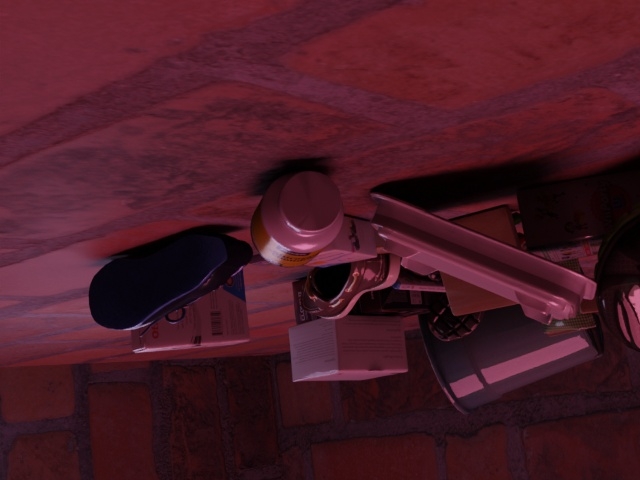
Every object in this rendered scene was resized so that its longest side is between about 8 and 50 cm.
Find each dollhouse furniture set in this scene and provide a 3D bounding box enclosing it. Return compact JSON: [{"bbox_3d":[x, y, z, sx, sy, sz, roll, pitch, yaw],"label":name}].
[{"bbox_3d":[0.453,0.081,2.003,0.151,0.198,0.301,-5,169,-22],"label":"dollhouse furniture set"}]

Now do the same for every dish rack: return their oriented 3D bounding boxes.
[{"bbox_3d":[0.228,0.038,1.487,0.332,0.072,0.285,22,176,16],"label":"dish rack"}]

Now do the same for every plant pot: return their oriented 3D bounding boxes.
[{"bbox_3d":[0.439,0.187,2.319,0.334,0.341,0.341,-20,166,23],"label":"plant pot"}]

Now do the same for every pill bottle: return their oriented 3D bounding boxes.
[{"bbox_3d":[-0.028,-0.029,1.289,0.103,0.103,0.184,-5,170,-11],"label":"pill bottle"}]

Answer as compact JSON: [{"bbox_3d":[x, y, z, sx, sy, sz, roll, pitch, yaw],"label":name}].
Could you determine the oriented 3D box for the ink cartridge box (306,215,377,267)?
[{"bbox_3d":[0.000,0.000,1.598,0.104,0.062,0.181,-13,168,28],"label":"ink cartridge box"}]

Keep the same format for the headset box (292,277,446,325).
[{"bbox_3d":[0.096,0.121,2.224,0.218,0.110,0.293,2,166,-42],"label":"headset box"}]

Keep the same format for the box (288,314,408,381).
[{"bbox_3d":[0.057,0.227,2.142,0.181,0.119,0.182,4,165,-34],"label":"box"}]

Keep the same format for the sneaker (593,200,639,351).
[{"bbox_3d":[0.509,0.031,1.376,0.185,0.202,0.483,8,145,-7],"label":"sneaker"}]

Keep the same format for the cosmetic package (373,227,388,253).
[{"bbox_3d":[0.099,-0.001,1.726,0.115,0.041,0.060,-5,170,-14],"label":"cosmetic package"}]

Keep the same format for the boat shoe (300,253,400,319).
[{"bbox_3d":[0.030,0.071,1.899,0.096,0.117,0.324,3,163,-26],"label":"boat shoe"}]

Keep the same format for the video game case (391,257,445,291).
[{"bbox_3d":[0.171,0.065,2.012,0.166,0.015,0.119,5,-156,-41],"label":"video game case"}]

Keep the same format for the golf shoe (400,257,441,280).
[{"bbox_3d":[0.221,0.037,2.002,0.094,0.077,0.198,13,180,24],"label":"golf shoe"}]

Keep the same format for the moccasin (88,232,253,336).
[{"bbox_3d":[-0.241,0.076,1.653,0.342,0.138,0.117,-15,172,41],"label":"moccasin"}]

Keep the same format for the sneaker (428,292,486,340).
[{"bbox_3d":[0.327,0.105,2.113,0.267,0.101,0.106,-52,165,28],"label":"sneaker"}]

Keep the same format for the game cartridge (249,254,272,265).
[{"bbox_3d":[-0.086,0.032,1.862,0.083,0.017,0.056,-12,166,25],"label":"game cartridge"}]

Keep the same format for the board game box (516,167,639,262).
[{"bbox_3d":[0.473,-0.043,1.605,0.303,0.098,0.224,-11,169,14],"label":"board game box"}]

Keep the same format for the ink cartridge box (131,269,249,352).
[{"bbox_3d":[-0.242,0.122,1.873,0.203,0.148,0.086,-1,170,-27],"label":"ink cartridge box"}]

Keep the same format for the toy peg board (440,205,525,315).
[{"bbox_3d":[0.288,0.030,1.746,0.161,0.161,0.079,-16,-177,41],"label":"toy peg board"}]
